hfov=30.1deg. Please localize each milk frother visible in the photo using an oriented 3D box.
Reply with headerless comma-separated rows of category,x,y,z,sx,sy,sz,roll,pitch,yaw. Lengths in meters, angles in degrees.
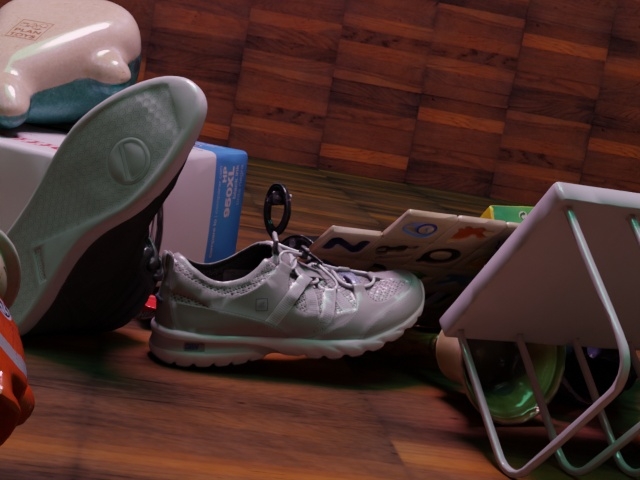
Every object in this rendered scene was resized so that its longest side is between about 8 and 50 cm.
milk frother,0.000,0.000,1.519,0.129,0.143,0.135,8,7,41

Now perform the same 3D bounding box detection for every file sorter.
file sorter,0.283,0.091,1.001,0.278,0.193,0.173,6,50,-27

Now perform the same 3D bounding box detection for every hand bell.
hand bell,0.118,0.107,1.200,0.126,0.126,0.242,5,-2,-31

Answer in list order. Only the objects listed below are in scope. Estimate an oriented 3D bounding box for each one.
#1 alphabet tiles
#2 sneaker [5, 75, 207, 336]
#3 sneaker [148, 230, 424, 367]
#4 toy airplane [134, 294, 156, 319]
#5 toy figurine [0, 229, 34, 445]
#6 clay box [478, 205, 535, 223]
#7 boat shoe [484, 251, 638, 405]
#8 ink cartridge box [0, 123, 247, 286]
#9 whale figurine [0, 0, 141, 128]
alphabet tiles,0.129,0.039,1.320,0.343,0.011,0.285,6,-27,-25
sneaker,-0.182,-0.025,1.103,0.104,0.295,0.147,48,16,24
sneaker,-0.023,0.049,1.138,0.281,0.115,0.105,-6,17,-25
toy airplane,-0.134,0.075,1.253,0.151,0.028,0.151,11,10,-2
toy figurine,-0.231,0.082,0.489,0.213,0.209,0.148,7,21,-20
clay box,0.218,0.029,1.397,0.127,0.053,0.222,1,-26,-15
boat shoe,0.291,0.116,1.291,0.340,0.127,0.158,28,34,-52
ink cartridge box,-0.301,-0.048,1.390,0.285,0.166,0.395,13,10,20
whale figurine,-0.312,-0.177,1.338,0.216,0.141,0.272,11,34,14
